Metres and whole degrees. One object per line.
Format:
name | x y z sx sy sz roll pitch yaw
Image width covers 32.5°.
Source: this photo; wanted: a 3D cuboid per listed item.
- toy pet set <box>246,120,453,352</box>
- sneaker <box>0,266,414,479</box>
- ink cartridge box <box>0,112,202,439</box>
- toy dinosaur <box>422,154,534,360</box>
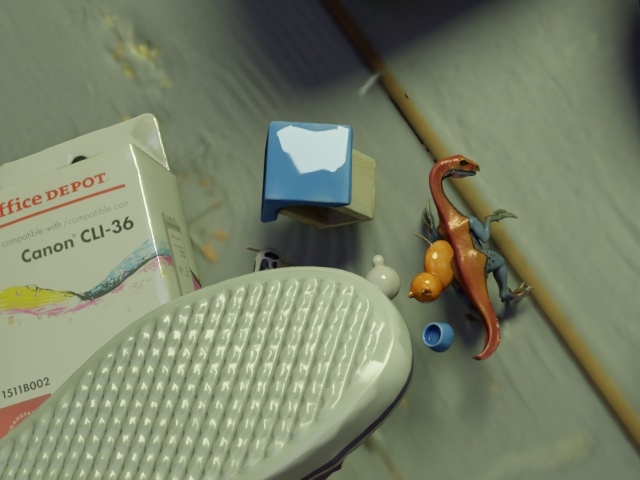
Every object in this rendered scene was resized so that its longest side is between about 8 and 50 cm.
toy pet set | 0.000 0.000 0.560 0.122 0.065 0.114 -10 70 39
sneaker | -0.057 0.121 0.519 0.282 0.161 0.102 -31 49 17
ink cartridge box | -0.131 0.024 0.608 0.115 0.067 0.198 -18 73 9
toy dinosaur | 0.079 0.000 0.560 0.047 0.090 0.082 -25 114 13
